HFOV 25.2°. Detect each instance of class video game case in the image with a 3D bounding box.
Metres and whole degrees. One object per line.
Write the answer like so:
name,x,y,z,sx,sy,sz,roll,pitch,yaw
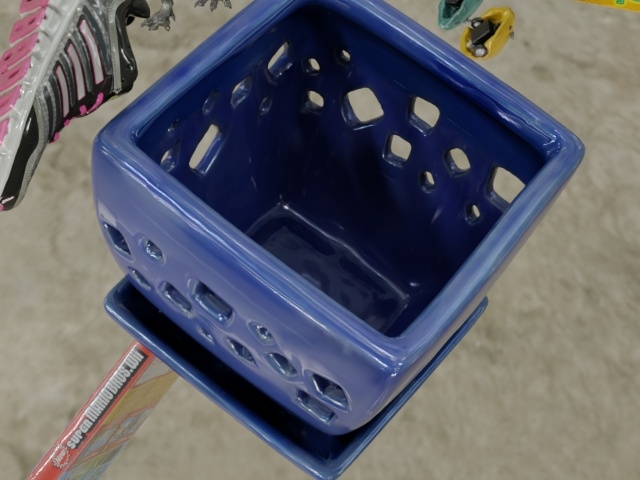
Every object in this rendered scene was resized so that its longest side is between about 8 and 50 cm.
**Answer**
video game case,-0.160,0.129,1.218,0.025,0.204,0.285,38,94,6

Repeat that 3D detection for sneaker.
sneaker,-0.144,-0.088,0.814,0.074,0.063,0.170,28,68,-30

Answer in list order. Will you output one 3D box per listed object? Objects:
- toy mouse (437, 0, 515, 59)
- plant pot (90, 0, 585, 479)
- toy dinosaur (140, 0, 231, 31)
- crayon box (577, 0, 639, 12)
toy mouse,0.158,-0.231,1.314,0.031,0.143,0.161,24,134,-33
plant pot,0.000,0.000,0.942,0.236,0.236,0.212,35,144,14
toy dinosaur,-0.145,-0.291,1.506,0.064,0.268,0.118,2,77,-36
crayon box,0.337,-0.302,1.356,0.278,0.081,0.165,13,122,16
